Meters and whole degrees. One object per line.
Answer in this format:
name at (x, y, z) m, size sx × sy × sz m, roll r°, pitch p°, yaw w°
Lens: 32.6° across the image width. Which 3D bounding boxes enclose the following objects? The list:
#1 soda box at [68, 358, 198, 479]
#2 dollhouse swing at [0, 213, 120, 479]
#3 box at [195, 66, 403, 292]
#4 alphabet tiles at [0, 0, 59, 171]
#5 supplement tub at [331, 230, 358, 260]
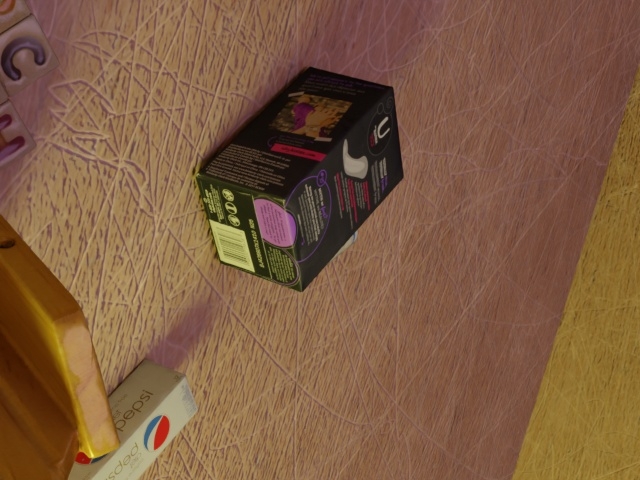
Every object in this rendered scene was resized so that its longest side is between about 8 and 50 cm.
soda box at (-0.249, 0.249, 1.347) m, size 0.216 × 0.074 × 0.069 m, roll -48°, pitch 141°, yaw -36°
dollhouse swing at (-0.370, 0.036, 0.791) m, size 0.347 × 0.315 × 0.304 m, roll -21°, pitch 132°, yaw -31°
box at (-0.019, -0.087, 1.474) m, size 0.270 × 0.143 × 0.165 m, roll -47°, pitch 143°, yaw -36°
alphabet tiles at (-0.390, -0.122, 0.898) m, size 0.342 × 0.011 × 0.285 m, roll -39°, pitch 133°, yaw -20°
supplement tub at (0.000, 0.000, 1.620) m, size 0.107 × 0.071 × 0.071 m, roll -39°, pitch 135°, yaw -44°
